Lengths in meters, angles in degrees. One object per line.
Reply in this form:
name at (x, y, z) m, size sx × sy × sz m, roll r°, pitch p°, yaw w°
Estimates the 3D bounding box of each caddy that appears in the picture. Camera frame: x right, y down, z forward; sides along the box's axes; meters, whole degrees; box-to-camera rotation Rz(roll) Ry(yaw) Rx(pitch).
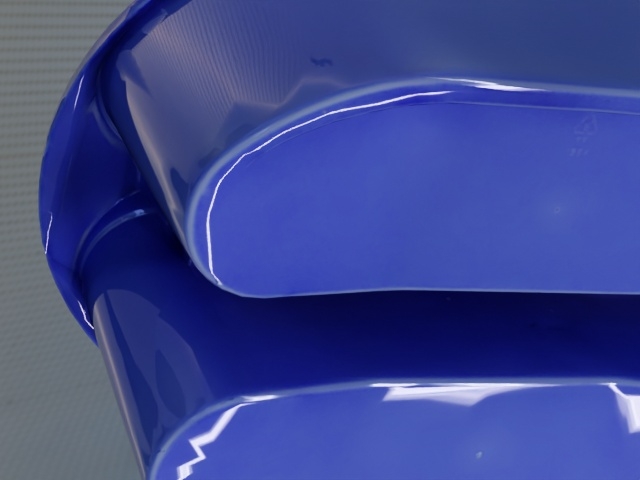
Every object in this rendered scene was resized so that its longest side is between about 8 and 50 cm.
caddy at (0.055, 0.000, 0.510) m, size 0.341 × 0.179 × 0.241 m, roll 2°, pitch 121°, yaw -18°
